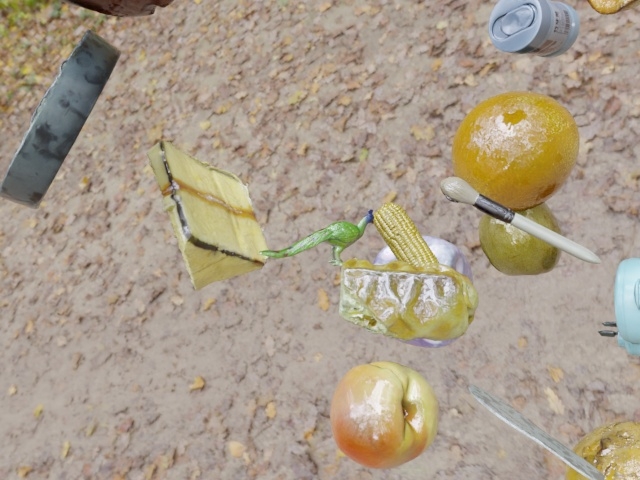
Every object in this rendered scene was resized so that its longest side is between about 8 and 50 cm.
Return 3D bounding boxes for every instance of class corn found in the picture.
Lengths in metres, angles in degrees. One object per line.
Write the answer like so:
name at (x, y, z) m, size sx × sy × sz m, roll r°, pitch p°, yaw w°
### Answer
corn at (0.196, 0.017, 1.157) m, size 0.080 × 0.080 × 0.231 m, roll -36°, pitch 71°, yaw 7°

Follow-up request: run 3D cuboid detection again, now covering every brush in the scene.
brush at (0.340, -0.030, 0.915) m, size 0.299 × 0.039 × 0.042 m, roll 30°, pitch 32°, yaw 7°

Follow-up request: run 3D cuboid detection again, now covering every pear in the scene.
pear at (0.509, -0.006, 1.352) m, size 0.188 × 0.228 × 0.211 m, roll -29°, pitch 89°, yaw 33°

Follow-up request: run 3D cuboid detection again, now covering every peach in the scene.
peach at (0.102, 0.292, 0.890) m, size 0.184 × 0.184 × 0.184 m, roll -15°, pitch 54°, yaw 23°

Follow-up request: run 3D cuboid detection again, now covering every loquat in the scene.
loquat at (0.539, 0.421, 0.894) m, size 0.235 × 0.235 × 0.235 m, roll -15°, pitch 54°, yaw 23°

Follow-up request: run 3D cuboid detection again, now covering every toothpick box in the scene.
toothpick box at (0.387, -0.386, 0.962) m, size 0.101 × 0.153 × 0.101 m, roll 14°, pitch 109°, yaw 47°

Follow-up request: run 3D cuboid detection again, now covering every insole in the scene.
insole at (0.272, 0.246, 0.693) m, size 0.193 × 0.065 × 0.006 m, roll 33°, pitch 102°, yaw 40°

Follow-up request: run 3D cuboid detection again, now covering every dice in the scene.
dice at (0.320, 0.164, 1.711) m, size 0.270 × 0.271 × 0.270 m, roll 0°, pitch 48°, yaw 35°

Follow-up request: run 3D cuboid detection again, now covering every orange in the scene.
orange at (0.430, -0.200, 1.189) m, size 0.274 × 0.274 × 0.274 m, roll -15°, pitch 54°, yaw 23°

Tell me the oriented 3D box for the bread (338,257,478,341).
bread at (0.069, 0.047, 0.422) m, size 0.110 × 0.060 × 0.066 m, roll 4°, pitch 32°, yaw 5°

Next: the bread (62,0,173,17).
bread at (-0.297, -0.404, 0.709) m, size 0.232 × 0.246 × 0.135 m, roll -10°, pitch 80°, yaw 48°

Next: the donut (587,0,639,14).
donut at (0.653, -0.580, 1.148) m, size 0.162 × 0.065 × 0.178 m, roll -19°, pitch 77°, yaw 62°

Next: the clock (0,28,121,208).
clock at (-0.446, -0.206, 0.919) m, size 0.325 × 0.067 × 0.325 m, roll -42°, pitch 33°, yaw 35°

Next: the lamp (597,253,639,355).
lamp at (0.785, 0.166, 1.308) m, size 0.147 × 0.284 × 0.209 m, roll 17°, pitch 49°, yaw 27°

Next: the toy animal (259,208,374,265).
toy animal at (0.005, 0.015, 0.887) m, size 0.216 × 0.075 × 0.041 m, roll -21°, pitch 20°, yaw -21°

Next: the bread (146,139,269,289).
bread at (-0.232, -0.066, 1.105) m, size 0.198 × 0.236 × 0.263 m, roll -22°, pitch 63°, yaw -7°
